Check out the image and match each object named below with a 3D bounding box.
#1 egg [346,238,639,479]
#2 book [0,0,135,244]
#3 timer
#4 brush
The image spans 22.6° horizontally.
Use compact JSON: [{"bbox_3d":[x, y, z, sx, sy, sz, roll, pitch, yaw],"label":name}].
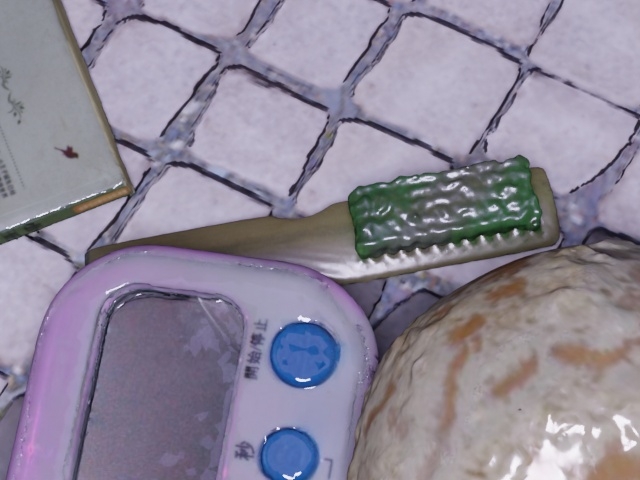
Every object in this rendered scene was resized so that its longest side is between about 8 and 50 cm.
[{"bbox_3d":[0.125,0.105,0.803,0.203,0.203,0.245,40,66,19],"label":"egg"},{"bbox_3d":[-0.282,-0.061,0.994,0.290,0.026,0.201,-20,65,-7],"label":"book"},{"bbox_3d":[-0.068,0.109,0.872,0.191,0.069,0.208,8,73,7],"label":"timer"},{"bbox_3d":[0.000,0.000,0.944,0.282,0.048,0.054,-11,65,0],"label":"brush"}]
